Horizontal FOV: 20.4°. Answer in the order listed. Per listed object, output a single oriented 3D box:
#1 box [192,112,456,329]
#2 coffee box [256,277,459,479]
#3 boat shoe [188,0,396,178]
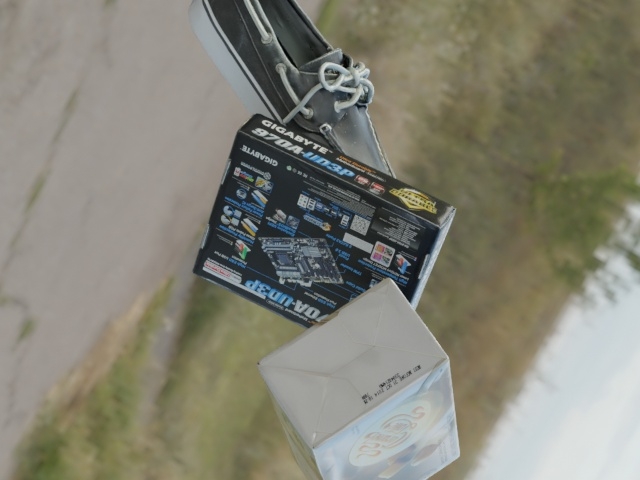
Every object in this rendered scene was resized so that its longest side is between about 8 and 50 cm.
[{"bbox_3d":[0.000,0.000,1.722,0.051,0.220,0.175,-51,163,-56],"label":"box"},{"bbox_3d":[0.039,0.153,1.582,0.141,0.098,0.246,-32,155,-9],"label":"coffee box"},{"bbox_3d":[-0.003,-0.152,1.792,0.105,0.306,0.113,-39,172,36],"label":"boat shoe"}]
